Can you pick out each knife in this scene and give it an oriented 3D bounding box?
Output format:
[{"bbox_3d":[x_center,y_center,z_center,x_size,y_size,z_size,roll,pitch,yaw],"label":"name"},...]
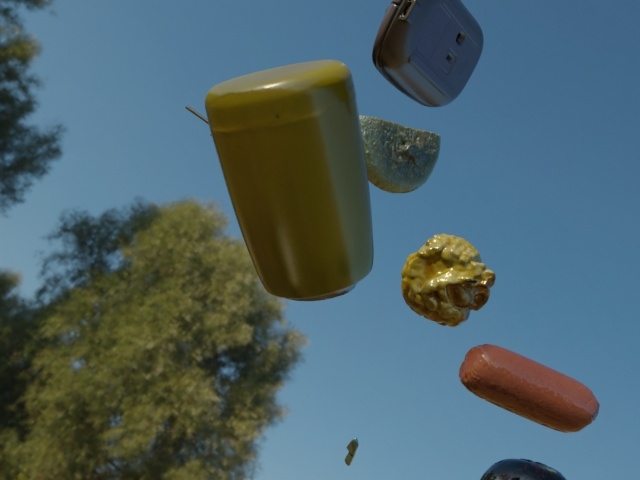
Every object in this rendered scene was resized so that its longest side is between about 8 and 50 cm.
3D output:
[{"bbox_3d":[0.034,0.232,0.897,0.014,0.005,0.091,57,-19,22],"label":"knife"}]

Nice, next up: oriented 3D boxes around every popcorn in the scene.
[{"bbox_3d":[0.238,0.075,1.543,0.180,0.180,0.170,49,3,-18],"label":"popcorn"}]

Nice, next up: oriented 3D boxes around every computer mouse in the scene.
[{"bbox_3d":[0.117,-0.219,0.893,0.057,0.120,0.232,31,8,26],"label":"computer mouse"}]

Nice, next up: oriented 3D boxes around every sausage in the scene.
[{"bbox_3d":[0.227,0.161,0.881,0.154,0.062,0.062,24,-25,-8],"label":"sausage"}]

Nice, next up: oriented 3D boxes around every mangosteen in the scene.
[{"bbox_3d":[0.420,0.556,1.668,0.216,0.216,0.216,31,-27,18],"label":"mangosteen"}]

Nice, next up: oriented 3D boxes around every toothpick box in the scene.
[{"bbox_3d":[-0.026,-0.066,0.974,0.175,0.175,0.271,8,-64,48],"label":"toothpick box"}]

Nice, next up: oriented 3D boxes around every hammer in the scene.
[{"bbox_3d":[-0.239,-0.247,1.655,0.110,0.035,0.019,36,10,26],"label":"hammer"}]

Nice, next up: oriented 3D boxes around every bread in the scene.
[{"bbox_3d":[0.123,-0.131,1.297,0.193,0.112,0.036,8,-7,-36],"label":"bread"}]
